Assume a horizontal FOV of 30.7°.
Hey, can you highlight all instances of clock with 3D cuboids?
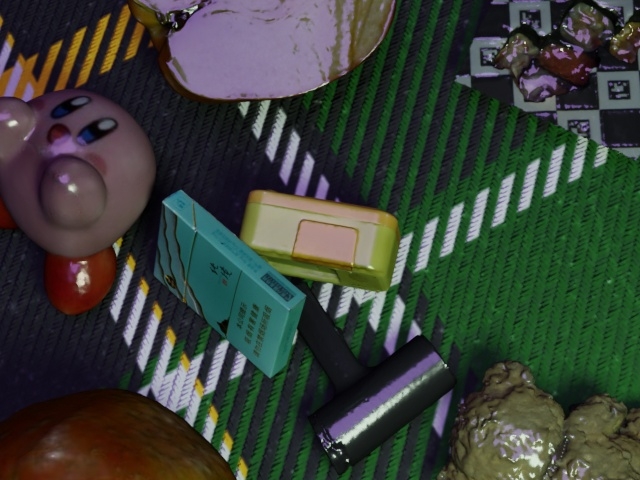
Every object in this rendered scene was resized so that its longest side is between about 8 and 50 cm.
[{"bbox_3d":[0.000,0.000,1.552,0.202,0.143,0.096,11,76,9],"label":"clock"}]

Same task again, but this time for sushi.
[{"bbox_3d":[0.374,-0.279,1.652,0.294,0.059,0.292,25,76,13],"label":"sushi"}]

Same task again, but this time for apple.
[{"bbox_3d":[-0.081,-0.357,1.611,0.365,0.295,0.329,-29,42,0],"label":"apple"}]

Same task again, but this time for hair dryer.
[{"bbox_3d":[0.032,0.152,1.536,0.197,0.089,0.251,-36,66,-6],"label":"hair dryer"}]

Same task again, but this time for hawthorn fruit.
[{"bbox_3d":[-0.274,0.355,1.338,0.403,0.403,0.403,-2,71,5],"label":"hawthorn fruit"}]

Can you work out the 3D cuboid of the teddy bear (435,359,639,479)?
[{"bbox_3d":[0.277,0.276,1.429,0.256,0.156,0.267,27,78,15],"label":"teddy bear"}]

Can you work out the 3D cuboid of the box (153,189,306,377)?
[{"bbox_3d":[-0.126,0.059,1.533,0.229,0.162,0.041,40,53,18],"label":"box"}]

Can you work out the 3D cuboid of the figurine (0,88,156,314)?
[{"bbox_3d":[-0.337,-0.089,1.595,0.270,0.261,0.211,42,53,18],"label":"figurine"}]
